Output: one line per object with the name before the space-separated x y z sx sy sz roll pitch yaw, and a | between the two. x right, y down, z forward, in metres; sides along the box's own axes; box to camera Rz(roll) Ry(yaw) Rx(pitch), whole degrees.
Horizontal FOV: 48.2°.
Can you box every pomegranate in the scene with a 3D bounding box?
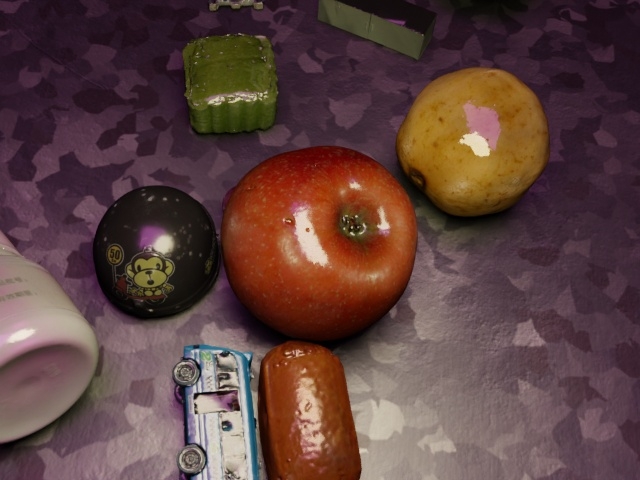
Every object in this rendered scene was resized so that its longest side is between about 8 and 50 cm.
pomegranate | 0.292 -0.190 1.397 0.307 0.307 0.307 2 59 -3

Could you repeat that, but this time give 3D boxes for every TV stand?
TV stand | 0.131 -0.530 1.691 0.269 0.083 0.088 24 62 11

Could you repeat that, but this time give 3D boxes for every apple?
apple | 0.000 0.000 1.227 0.348 0.277 0.349 8 71 -24

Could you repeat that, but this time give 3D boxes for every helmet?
helmet | -0.302 -0.009 1.307 0.230 0.160 0.279 5 60 1

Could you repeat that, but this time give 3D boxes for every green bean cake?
green bean cake | -0.193 -0.340 1.536 0.200 0.113 0.214 -7 59 -8

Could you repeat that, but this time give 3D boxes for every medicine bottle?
medicine bottle | -0.539 0.135 1.150 0.256 0.256 0.325 -36 59 -22

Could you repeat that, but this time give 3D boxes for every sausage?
sausage | -0.022 0.293 1.147 0.141 0.153 0.268 -2 60 -16

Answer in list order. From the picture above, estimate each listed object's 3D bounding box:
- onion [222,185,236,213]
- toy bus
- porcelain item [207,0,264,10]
onion | -0.133 -0.062 1.383 0.115 0.104 0.115 27 31 -18
toy bus | -0.168 0.296 1.159 0.134 0.113 0.246 -3 61 -11
porcelain item | -0.206 -0.592 1.740 0.136 0.021 0.075 -3 55 -6
